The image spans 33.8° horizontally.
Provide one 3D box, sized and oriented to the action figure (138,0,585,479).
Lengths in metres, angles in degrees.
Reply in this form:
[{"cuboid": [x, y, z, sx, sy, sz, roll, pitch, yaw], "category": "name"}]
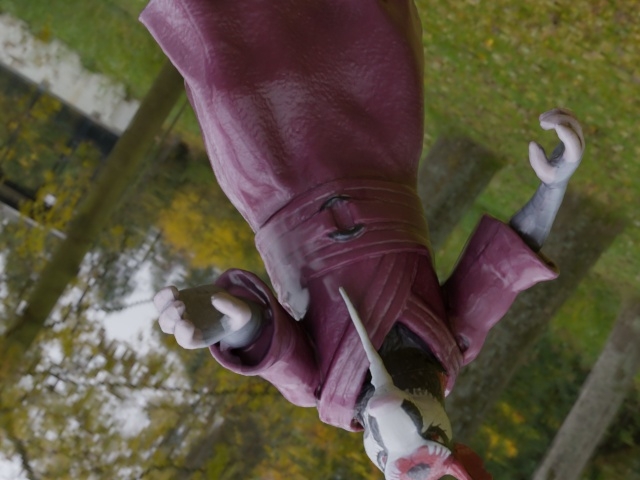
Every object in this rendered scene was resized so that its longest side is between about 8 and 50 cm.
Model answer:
[{"cuboid": [0.000, 0.000, 0.638, 0.248, 0.370, 0.275, -8, 159, -18], "category": "action figure"}]
